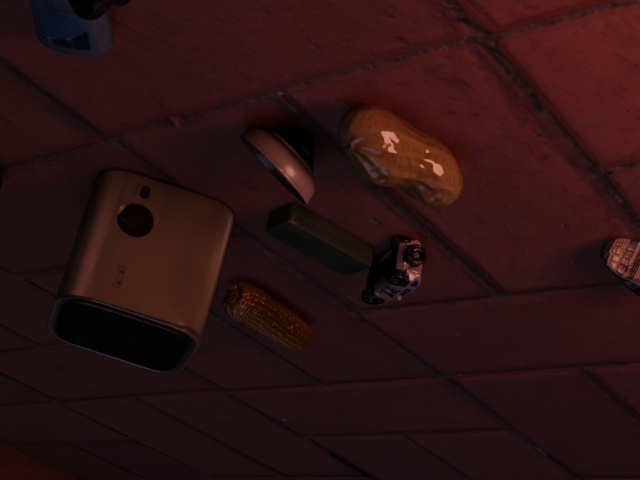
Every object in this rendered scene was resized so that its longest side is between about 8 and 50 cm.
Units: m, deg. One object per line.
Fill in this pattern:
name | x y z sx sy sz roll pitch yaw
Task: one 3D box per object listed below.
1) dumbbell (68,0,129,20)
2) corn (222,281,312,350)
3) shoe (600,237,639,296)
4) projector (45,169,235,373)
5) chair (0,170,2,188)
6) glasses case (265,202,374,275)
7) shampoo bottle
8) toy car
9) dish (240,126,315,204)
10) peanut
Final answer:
dumbbell | -0.267 -0.349 1.148 0.290 0.192 0.192 26 151 -28
corn | -0.099 0.152 2.204 0.080 0.080 0.231 -11 146 40
shoe | 0.485 0.044 1.743 0.143 0.064 0.071 32 167 -24
projector | -0.307 0.058 1.914 0.249 0.249 0.248 19 153 -11
chair | -0.739 0.016 1.843 0.365 0.410 0.362 19 153 -11
glasses case | 0.000 0.000 1.893 0.184 0.039 0.078 29 150 -29
shampoo bottle | -0.315 -0.323 1.368 0.104 0.061 0.258 13 154 2
toy car | 0.130 0.052 1.894 0.070 0.080 0.171 19 153 -15
dish | -0.042 -0.128 1.634 0.141 0.078 0.141 45 176 4
peanut | 0.115 -0.113 1.550 0.214 0.098 0.090 25 142 -28
